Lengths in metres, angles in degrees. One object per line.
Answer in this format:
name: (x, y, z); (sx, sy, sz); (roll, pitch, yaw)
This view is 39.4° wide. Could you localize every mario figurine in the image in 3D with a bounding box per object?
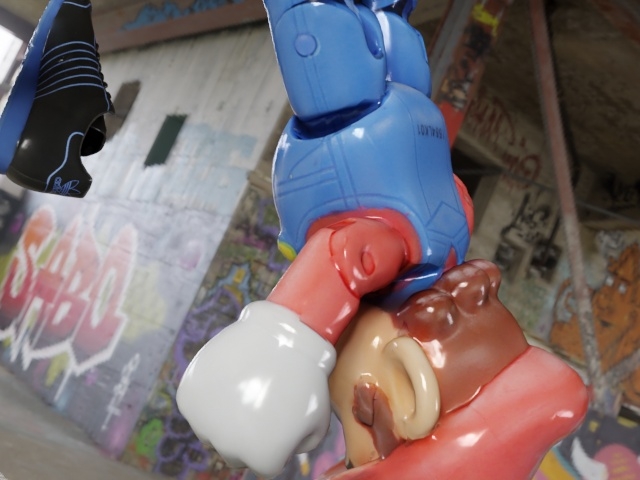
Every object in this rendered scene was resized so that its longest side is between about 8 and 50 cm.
mario figurine: (0.000, 0.000, 0.423); (0.198, 0.320, 0.170); (-11, -3, -27)

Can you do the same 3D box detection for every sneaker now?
sneaker: (-0.229, -0.136, 0.809); (0.090, 0.232, 0.081); (22, -38, -21)

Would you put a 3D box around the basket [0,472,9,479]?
basket: (-0.140, 0.109, 0.246); (0.113, 0.103, 0.167); (26, -15, -26)
